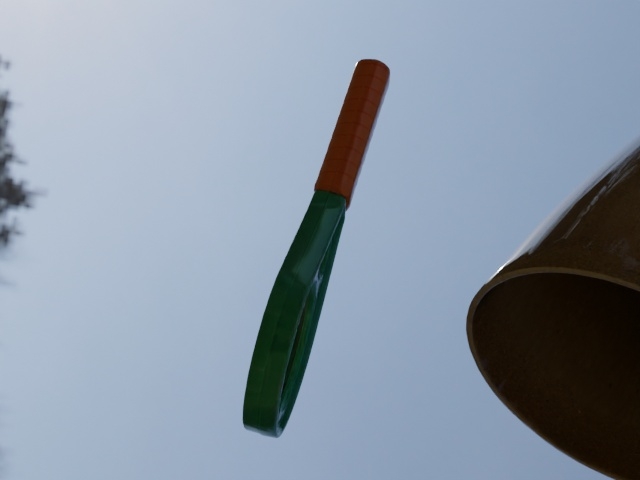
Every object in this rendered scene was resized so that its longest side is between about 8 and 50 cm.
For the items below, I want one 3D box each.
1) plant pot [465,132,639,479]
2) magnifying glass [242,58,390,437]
[{"bbox_3d":[0.263,0.013,1.139,0.237,0.237,0.254,-22,-151,54],"label":"plant pot"},{"bbox_3d":[0.000,0.000,0.884,0.092,0.026,0.231,90,15,-62],"label":"magnifying glass"}]
